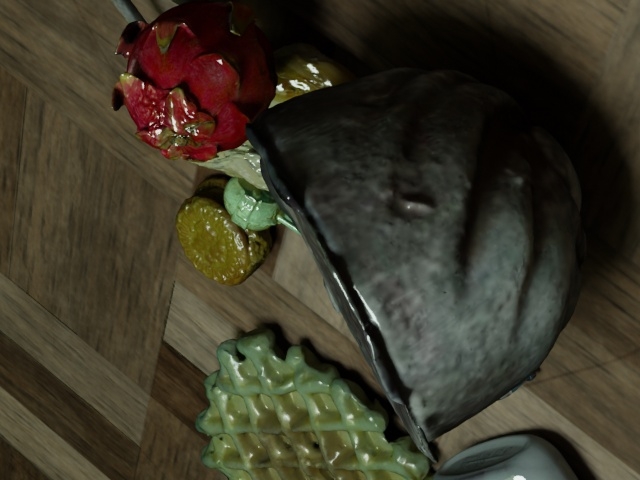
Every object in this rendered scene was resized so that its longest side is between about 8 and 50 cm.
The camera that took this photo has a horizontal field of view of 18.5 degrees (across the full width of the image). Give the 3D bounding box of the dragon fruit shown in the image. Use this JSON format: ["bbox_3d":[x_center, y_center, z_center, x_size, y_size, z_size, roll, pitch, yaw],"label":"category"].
[{"bbox_3d":[-0.094,-0.135,1.580,0.136,0.166,0.133,30,121,15],"label":"dragon fruit"}]

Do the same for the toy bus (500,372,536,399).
[{"bbox_3d":[0.127,0.086,1.697,0.060,0.075,0.123,-5,119,49],"label":"toy bus"}]

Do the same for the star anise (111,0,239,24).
[{"bbox_3d":[-0.131,-0.272,1.590,0.316,0.139,0.359,2,133,52],"label":"star anise"}]

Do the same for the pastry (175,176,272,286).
[{"bbox_3d":[-0.092,-0.008,1.867,0.109,0.057,0.097,22,135,32],"label":"pastry"}]

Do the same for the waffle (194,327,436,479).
[{"bbox_3d":[-0.005,0.230,1.998,0.292,0.056,0.309,34,142,20],"label":"waffle"}]

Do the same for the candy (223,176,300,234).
[{"bbox_3d":[0.000,0.000,1.790,0.202,0.061,0.061,33,143,7],"label":"candy"}]

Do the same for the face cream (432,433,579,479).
[{"bbox_3d":[0.240,0.332,1.804,0.336,0.080,0.163,55,144,-9],"label":"face cream"}]

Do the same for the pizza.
[{"bbox_3d":[-0.045,-0.099,1.707,0.262,0.034,0.181,13,134,23],"label":"pizza"}]

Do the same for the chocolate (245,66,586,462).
[{"bbox_3d":[0.097,-0.008,1.507,0.303,0.213,0.303,60,177,5],"label":"chocolate"}]
